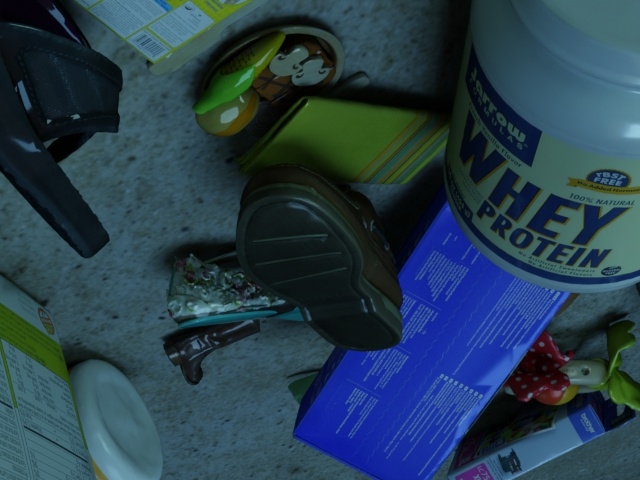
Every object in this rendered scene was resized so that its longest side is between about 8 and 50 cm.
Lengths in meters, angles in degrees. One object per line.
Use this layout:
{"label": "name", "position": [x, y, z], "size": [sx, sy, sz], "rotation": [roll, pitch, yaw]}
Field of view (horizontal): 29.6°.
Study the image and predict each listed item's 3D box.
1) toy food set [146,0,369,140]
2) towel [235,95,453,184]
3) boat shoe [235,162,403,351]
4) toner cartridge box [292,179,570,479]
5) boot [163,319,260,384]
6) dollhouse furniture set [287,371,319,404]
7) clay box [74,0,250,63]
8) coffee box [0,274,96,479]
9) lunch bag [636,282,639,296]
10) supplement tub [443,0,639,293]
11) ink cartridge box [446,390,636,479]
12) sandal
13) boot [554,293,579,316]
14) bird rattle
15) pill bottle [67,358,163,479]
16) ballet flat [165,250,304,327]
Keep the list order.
{"label": "toy food set", "position": [-0.038, -0.124, 0.991], "size": [0.132, 0.038, 0.192], "rotation": [-32, 151, 19]}
{"label": "towel", "position": [0.034, -0.091, 1.096], "size": [0.237, 0.021, 0.102], "rotation": [-1, 143, -50]}
{"label": "boat shoe", "position": [0.000, 0.000, 1.123], "size": [0.110, 0.104, 0.307], "rotation": [-4, 152, 15]}
{"label": "toner cartridge box", "position": [0.122, 0.110, 1.313], "size": [0.165, 0.075, 0.348], "rotation": [28, 117, -8]}
{"label": "boot", "position": [-0.112, 0.118, 1.388], "size": [0.114, 0.037, 0.106], "rotation": [-27, 155, 0]}
{"label": "dollhouse furniture set", "position": [0.042, 0.187, 1.580], "size": [0.151, 0.076, 0.058], "rotation": [-18, 157, -31]}
{"label": "clay box", "position": [-0.061, -0.216, 0.793], "size": [0.222, 0.053, 0.127], "rotation": [-31, 152, 14]}
{"label": "coffee box", "position": [-0.406, 0.206, 0.995], "size": [0.337, 0.334, 0.338], "rotation": [-24, 153, 5]}
{"label": "lunch bag", "position": [0.612, 0.152, 1.737], "size": [0.212, 0.256, 0.305], "rotation": [-30, 152, 14]}
{"label": "supplement tub", "position": [0.229, -0.125, 0.974], "size": [0.235, 0.235, 0.325], "rotation": [-17, 152, -10]}
{"label": "ink cartridge box", "position": [0.360, 0.311, 1.976], "size": [0.311, 0.065, 0.186], "rotation": [-28, -178, 16]}
{"label": "sandal", "position": [-0.193, -0.124, 0.759], "size": [0.107, 0.167, 0.446], "rotation": [-36, 155, -12]}
{"label": "boot", "position": [0.199, 0.064, 1.464], "size": [0.283, 0.109, 0.220], "rotation": [-31, 157, 1]}
{"label": "bird rattle", "position": [0.359, 0.211, 1.811], "size": [0.253, 0.143, 0.207], "rotation": [-6, 165, -23]}
{"label": "pill bottle", "position": [-0.328, 0.257, 1.339], "size": [0.278, 0.162, 0.162], "rotation": [-27, 153, 11]}
{"label": "ballet flat", "position": [-0.051, 0.045, 1.247], "size": [0.241, 0.077, 0.091], "rotation": [1, 164, -40]}
